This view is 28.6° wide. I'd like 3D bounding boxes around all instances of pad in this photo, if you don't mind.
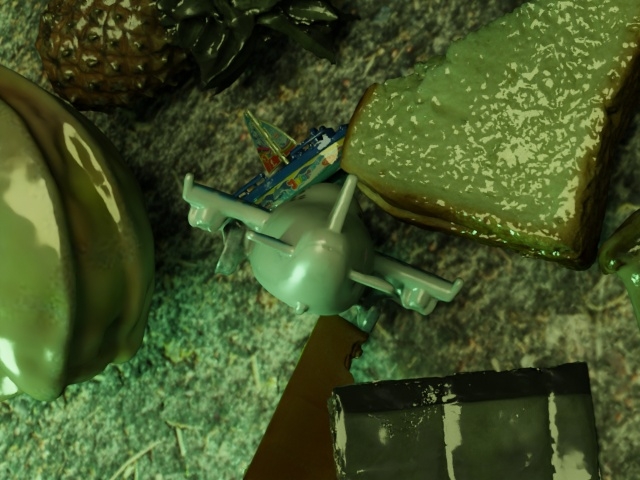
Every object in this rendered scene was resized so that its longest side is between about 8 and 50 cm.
[{"bbox_3d":[0.128,0.201,1.088,0.232,0.022,0.174,-6,76,3],"label":"pad"}]

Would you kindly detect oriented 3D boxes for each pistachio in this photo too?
[{"bbox_3d":[-0.348,-0.005,1.296,0.445,0.281,0.365,23,120,38],"label":"pistachio"}]

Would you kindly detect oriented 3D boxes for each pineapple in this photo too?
[{"bbox_3d":[-0.117,-0.227,1.280,0.364,0.165,0.166,-9,77,26],"label":"pineapple"}]

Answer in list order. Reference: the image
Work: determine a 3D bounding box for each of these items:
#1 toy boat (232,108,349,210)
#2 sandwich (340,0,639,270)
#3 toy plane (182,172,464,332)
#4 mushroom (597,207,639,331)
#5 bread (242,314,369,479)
[{"bbox_3d":[-0.041,-0.085,1.246,0.175,0.091,0.110,-35,85,26],"label":"toy boat"},{"bbox_3d":[0.168,-0.134,1.119,0.254,0.099,0.289,22,86,33],"label":"sandwich"},{"bbox_3d":[-0.002,0.005,1.123,0.266,0.267,0.123,21,88,31],"label":"toy plane"},{"bbox_3d":[0.322,0.112,1.014,0.100,0.081,0.312,-32,71,34],"label":"mushroom"},{"bbox_3d":[-0.006,0.175,1.148,0.088,0.049,0.226,28,56,0],"label":"bread"}]
